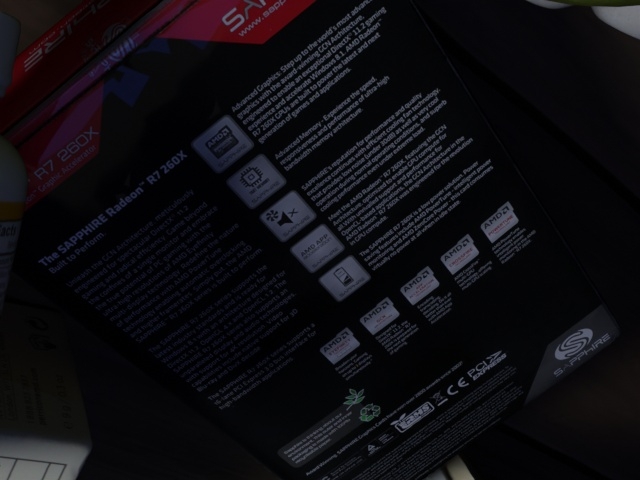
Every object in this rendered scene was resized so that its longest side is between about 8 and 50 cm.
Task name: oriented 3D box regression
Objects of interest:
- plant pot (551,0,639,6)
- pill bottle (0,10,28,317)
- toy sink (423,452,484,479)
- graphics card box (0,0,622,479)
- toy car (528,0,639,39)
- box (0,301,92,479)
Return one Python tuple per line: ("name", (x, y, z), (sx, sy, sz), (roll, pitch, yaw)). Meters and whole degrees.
("plant pot", (0.079, -0.225, 0.245), (0.366, 0.366, 0.353), (-45, 163, 10))
("pill bottle", (-0.176, 0.009, 0.362), (0.117, 0.117, 0.209), (12, 93, -30))
("toy sink", (0.068, 0.237, 0.726), (0.152, 0.131, 0.234), (-36, 134, 3))
("graphics card box", (0.000, 0.000, 0.555), (0.232, 0.094, 0.371), (-38, 128, 6))
("toy car", (0.181, -0.175, 0.485), (0.182, 0.136, 0.159), (10, 118, -29))
("box", (-0.289, 0.092, 0.475), (0.311, 0.121, 0.148), (18, 114, -32))
